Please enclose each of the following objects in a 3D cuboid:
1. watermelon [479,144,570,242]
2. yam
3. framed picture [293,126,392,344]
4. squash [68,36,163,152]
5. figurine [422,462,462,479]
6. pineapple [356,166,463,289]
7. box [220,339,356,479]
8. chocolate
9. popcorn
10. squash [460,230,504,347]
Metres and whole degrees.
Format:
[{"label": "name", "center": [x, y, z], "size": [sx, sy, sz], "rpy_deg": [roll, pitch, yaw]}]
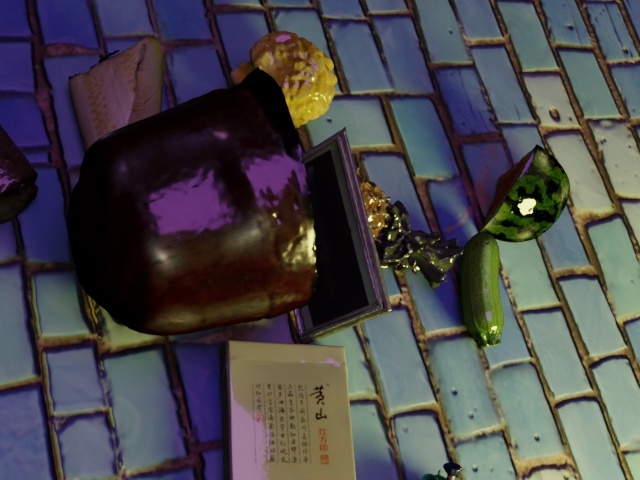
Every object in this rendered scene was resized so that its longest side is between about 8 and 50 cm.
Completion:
[{"label": "watermelon", "center": [0.383, -0.067, 1.762], "size": [0.145, 0.137, 0.193], "rpy_deg": [-63, 140, -32]}, {"label": "yam", "center": [-0.544, -0.161, 1.407], "size": [0.131, 0.131, 0.280], "rpy_deg": [-37, 85, -32]}, {"label": "framed picture", "center": [0.000, 0.000, 1.479], "size": [0.018, 0.231, 0.293], "rpy_deg": [-4, 74, -39]}, {"label": "squash", "center": [-0.297, -0.180, 1.525], "size": [0.093, 0.169, 0.252], "rpy_deg": [22, 46, -65]}, {"label": "figurine", "center": [0.181, 0.448, 1.443], "size": [0.111, 0.102, 0.195], "rpy_deg": [49, 47, -36]}, {"label": "pineapple", "center": [0.104, -0.028, 1.618], "size": [0.310, 0.141, 0.170], "rpy_deg": [26, 34, -18]}, {"label": "box", "center": [-0.047, 0.335, 1.425], "size": [0.204, 0.051, 0.365], "rpy_deg": [5, 65, -20]}, {"label": "chocolate", "center": [-0.204, -0.035, 1.387], "size": [0.331, 0.384, 0.384], "rpy_deg": [-11, 71, -12]}, {"label": "popcorn", "center": [-0.062, -0.283, 1.652], "size": [0.180, 0.170, 0.180], "rpy_deg": [14, 67, -36]}, {"label": "squash", "center": [0.288, 0.086, 1.671], "size": [0.077, 0.068, 0.219], "rpy_deg": [10, 64, -24]}]
